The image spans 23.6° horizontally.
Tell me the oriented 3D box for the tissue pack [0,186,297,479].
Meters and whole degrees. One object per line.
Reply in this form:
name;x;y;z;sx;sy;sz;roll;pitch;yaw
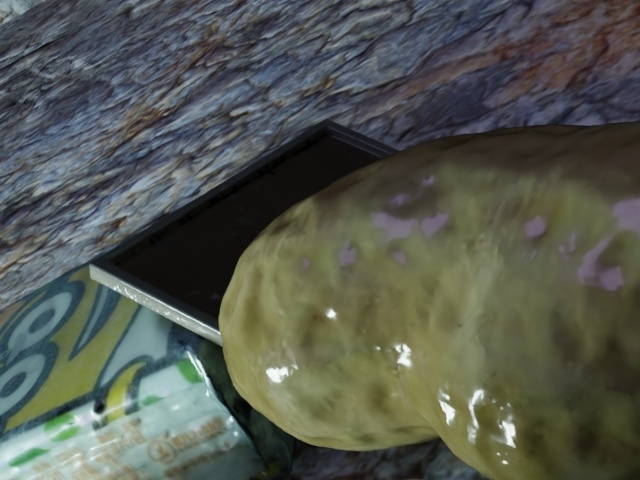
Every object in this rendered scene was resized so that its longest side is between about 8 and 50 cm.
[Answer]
tissue pack;-0.159;0.112;1.084;0.311;0.128;0.228;-27;25;22

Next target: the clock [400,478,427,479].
clock;-0.001;0.193;0.762;0.166;0.092;0.162;-29;21;20

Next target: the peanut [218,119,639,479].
peanut;0.110;0.039;0.760;0.387;0.169;0.192;-2;61;40

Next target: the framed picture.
framed picture;0.000;0.000;1.009;0.184;0.016;0.250;25;40;28
